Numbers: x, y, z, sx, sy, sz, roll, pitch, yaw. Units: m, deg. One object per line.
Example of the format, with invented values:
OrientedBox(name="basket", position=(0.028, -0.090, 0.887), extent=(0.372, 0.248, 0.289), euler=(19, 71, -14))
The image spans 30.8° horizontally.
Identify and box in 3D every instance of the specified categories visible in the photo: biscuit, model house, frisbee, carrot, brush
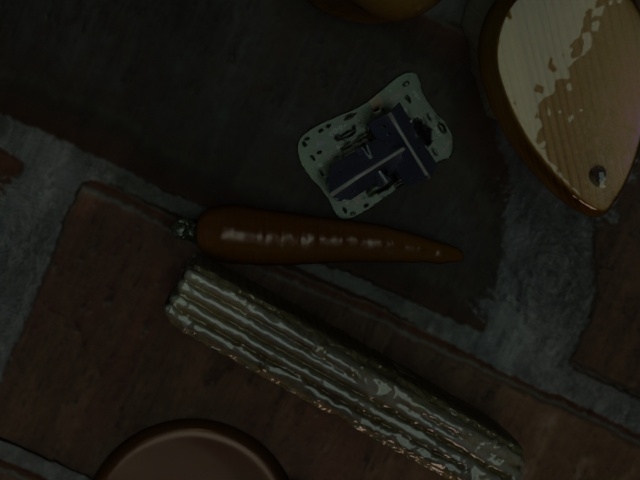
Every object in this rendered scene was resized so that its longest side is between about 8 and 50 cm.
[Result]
OrientedBox(name="biscuit", position=(0.027, 0.150, 1.274), extent=(0.426, 0.144, 0.078), euler=(29, 92, -7))
OrientedBox(name="model house", position=(0.066, -0.101, 1.276), extent=(0.167, 0.088, 0.117), euler=(-30, 98, -1))
OrientedBox(name="frisbee", position=(-0.150, 0.330, 1.340), extent=(0.251, 0.021, 0.250), euler=(0, 96, -3))
OrientedBox(name="carrot", position=(0.000, 0.000, 1.296), extent=(0.336, 0.069, 0.069), euler=(4, 96, -8))
OrientedBox(name="brush", position=(0.253, -0.158, 1.246), extent=(0.174, 0.166, 0.266), euler=(-12, 97, -5))

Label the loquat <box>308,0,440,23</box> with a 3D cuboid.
OrientedBox(name="loquat", position=(0.055, -0.316, 1.196), extent=(0.213, 0.213, 0.213), euler=(0, 96, -4))
